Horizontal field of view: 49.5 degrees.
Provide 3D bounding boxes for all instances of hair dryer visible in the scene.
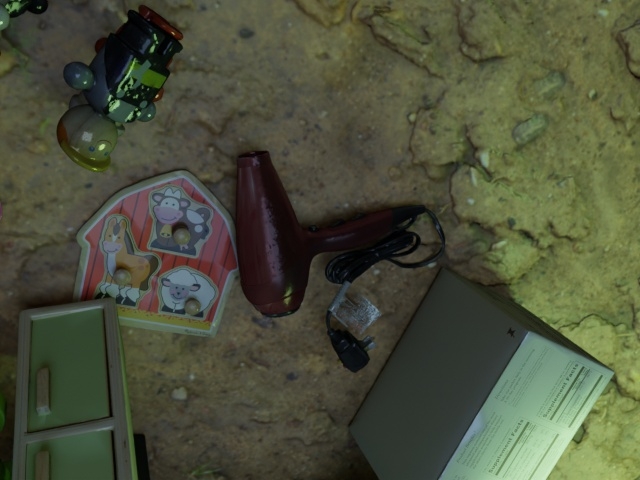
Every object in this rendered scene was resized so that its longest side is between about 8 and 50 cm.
[{"bbox_3d":[0.000,0.000,0.829,0.293,0.080,0.223,40,77,-30],"label":"hair dryer"}]

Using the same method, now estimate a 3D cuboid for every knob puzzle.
[{"bbox_3d":[-0.176,0.014,0.786,0.213,0.030,0.213,-5,109,-15],"label":"knob puzzle"}]

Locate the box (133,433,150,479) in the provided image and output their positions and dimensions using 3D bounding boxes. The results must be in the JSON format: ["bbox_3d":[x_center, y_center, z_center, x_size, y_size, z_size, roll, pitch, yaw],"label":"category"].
[{"bbox_3d":[-0.241,0.359,0.752,0.103,0.261,0.184,9,104,-20],"label":"box"}]

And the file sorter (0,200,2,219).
[{"bbox_3d":[-0.379,-0.039,0.564,0.182,0.291,0.202,-14,111,-16],"label":"file sorter"}]

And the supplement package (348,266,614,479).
[{"bbox_3d":[0.185,0.202,0.867,0.145,0.204,0.261,26,98,-24],"label":"supplement package"}]

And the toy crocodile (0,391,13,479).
[{"bbox_3d":[-0.333,0.236,0.647,0.105,0.115,0.340,-12,130,-12],"label":"toy crocodile"}]

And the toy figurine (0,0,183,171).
[{"bbox_3d":[-0.237,-0.171,0.608,0.213,0.209,0.148,34,101,-24],"label":"toy figurine"}]

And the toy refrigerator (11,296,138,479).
[{"bbox_3d":[-0.239,0.181,0.681,0.102,0.269,0.094,-7,132,-15],"label":"toy refrigerator"}]
